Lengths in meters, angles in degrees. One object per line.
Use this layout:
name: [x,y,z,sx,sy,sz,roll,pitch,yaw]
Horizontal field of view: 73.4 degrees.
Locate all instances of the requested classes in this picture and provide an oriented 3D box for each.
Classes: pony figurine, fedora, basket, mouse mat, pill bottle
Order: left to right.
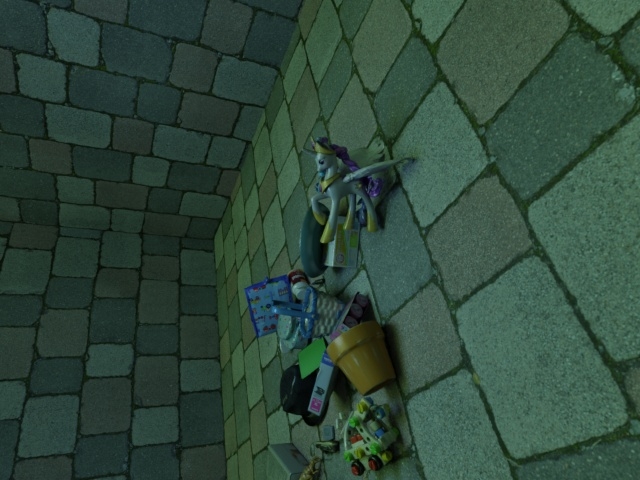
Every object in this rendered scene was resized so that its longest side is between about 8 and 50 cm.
pill bottle: [-0.107,0.217,2.126,0.086,0.085,0.152,-68,31,30]
fedora: [-0.093,0.665,1.928,0.334,0.152,0.335,-174,90,-65]
basket: [-0.057,0.286,1.732,0.255,0.288,0.201,-178,102,-84]
mouse mat: [-0.034,0.502,1.857,0.152,0.007,0.190,-38,22,6]
pony figurine: [0.116,-0.204,1.519,0.303,0.350,0.364,-139,40,-64]

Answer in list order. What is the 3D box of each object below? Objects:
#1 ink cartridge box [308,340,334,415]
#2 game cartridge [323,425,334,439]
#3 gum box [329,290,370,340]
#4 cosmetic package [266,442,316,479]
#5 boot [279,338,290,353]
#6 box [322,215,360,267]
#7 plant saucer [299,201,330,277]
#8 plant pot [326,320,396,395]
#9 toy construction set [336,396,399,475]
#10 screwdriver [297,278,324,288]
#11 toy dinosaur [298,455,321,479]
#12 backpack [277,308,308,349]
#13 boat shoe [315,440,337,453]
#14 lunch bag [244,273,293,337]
ink cartridge box: [0.038,0.498,1.676,0.185,0.065,0.312,-33,-38,-68]
game cartridge: [0.035,0.802,1.789,0.083,0.017,0.056,142,132,-57]
gum box: [0.112,0.284,1.579,0.107,0.062,0.188,-58,-2,40]
cosmetic package: [-0.141,1.068,1.973,0.296,0.129,0.153,-178,94,-65]
boot: [-0.188,0.506,2.274,0.086,0.069,0.190,130,147,-60]
box: [0.083,0.006,1.738,0.103,0.114,0.204,-175,90,-65]
plant saucer: [0.000,0.000,1.786,0.043,0.317,0.318,5,90,23]
plant pot: [0.151,0.405,1.441,0.188,0.204,0.205,60,139,29]
toy construction set: [0.139,0.653,1.443,0.215,0.151,0.328,58,150,16]
screwdriver: [-0.047,0.205,2.011,0.169,0.025,0.024,-20,107,40]
toy dinosaur: [-0.062,1.010,1.826,0.212,0.112,0.064,-49,4,-7]
backpack: [-0.125,0.428,2.059,0.165,0.144,0.189,9,96,59]
boat shoe: [0.021,0.849,1.760,0.152,0.056,0.049,135,139,-53]
lunch bag: [-0.249,0.309,2.140,0.138,0.220,0.294,-126,25,-54]
